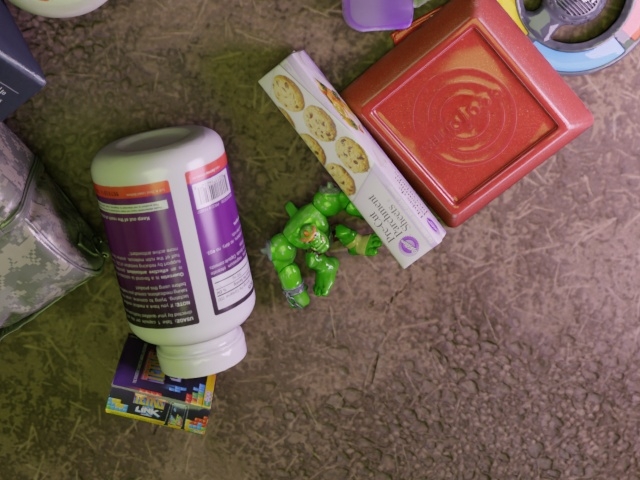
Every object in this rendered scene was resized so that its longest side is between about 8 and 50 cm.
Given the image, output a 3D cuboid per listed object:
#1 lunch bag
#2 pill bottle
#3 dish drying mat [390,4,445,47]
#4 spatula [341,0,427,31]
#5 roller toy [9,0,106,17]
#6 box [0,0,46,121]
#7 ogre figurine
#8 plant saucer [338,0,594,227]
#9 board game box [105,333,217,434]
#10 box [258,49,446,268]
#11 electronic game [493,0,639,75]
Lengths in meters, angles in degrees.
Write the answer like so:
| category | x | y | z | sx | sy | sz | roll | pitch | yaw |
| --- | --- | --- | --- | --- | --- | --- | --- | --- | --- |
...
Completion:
| category | x | y | z | sx | sy | sz | roll | pitch | yaw |
| --- | --- | --- | --- | --- | --- | --- | --- | --- | --- |
| lunch bag | -0.472 | 0.023 | 1.707 | 0.305 | 0.212 | 0.256 | -34 | 114 | 13 |
| pill bottle | -0.193 | 0.016 | 1.724 | 0.181 | 0.181 | 0.323 | -10 | 108 | 2 |
| dish drying mat | 0.138 | -0.286 | 1.718 | 0.083 | 0.008 | 0.032 | -28 | 107 | 8 |
| spatula | 0.172 | -0.328 | 1.649 | 0.296 | 0.030 | 0.084 | -8 | 68 | 19 |
| roller toy | -0.330 | -0.381 | 1.608 | 0.191 | 0.146 | 0.209 | -35 | 106 | 11 |
| box | -0.591 | -0.216 | 1.557 | 0.395 | 0.212 | 0.293 | -37 | 62 | 10 |
| ogre figurine | 0.000 | 0.000 | 1.771 | 0.197 | 0.097 | 0.118 | -34 | 124 | 26 |
| plant saucer | 0.196 | -0.171 | 1.718 | 0.258 | 0.048 | 0.259 | -38 | 105 | 20 |
| board game box | -0.220 | 0.200 | 1.790 | 0.141 | 0.170 | 0.048 | 15 | 109 | -6 |
| box | 0.044 | -0.112 | 1.706 | 0.067 | 0.063 | 0.324 | -36 | 92 | 21 |
| electronic game | 0.339 | -0.332 | 1.684 | 0.229 | 0.048 | 0.229 | 0 | 108 | 0 |
